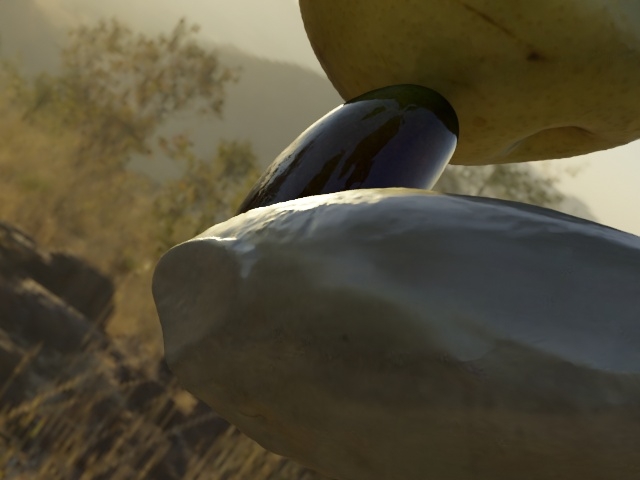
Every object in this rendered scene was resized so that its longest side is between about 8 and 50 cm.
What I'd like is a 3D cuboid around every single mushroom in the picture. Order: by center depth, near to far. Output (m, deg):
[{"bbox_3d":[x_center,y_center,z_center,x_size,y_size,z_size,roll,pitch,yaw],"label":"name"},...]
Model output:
[{"bbox_3d":[0.088,0.041,0.542,0.350,0.128,0.128,0,-10,26],"label":"mushroom"}]

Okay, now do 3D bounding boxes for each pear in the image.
[{"bbox_3d":[0.149,-0.217,1.102,0.348,0.348,0.348,35,7,-5],"label":"pear"}]

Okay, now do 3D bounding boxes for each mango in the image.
[{"bbox_3d":[0.000,0.000,0.943,0.111,0.267,0.133,26,-21,30],"label":"mango"}]
